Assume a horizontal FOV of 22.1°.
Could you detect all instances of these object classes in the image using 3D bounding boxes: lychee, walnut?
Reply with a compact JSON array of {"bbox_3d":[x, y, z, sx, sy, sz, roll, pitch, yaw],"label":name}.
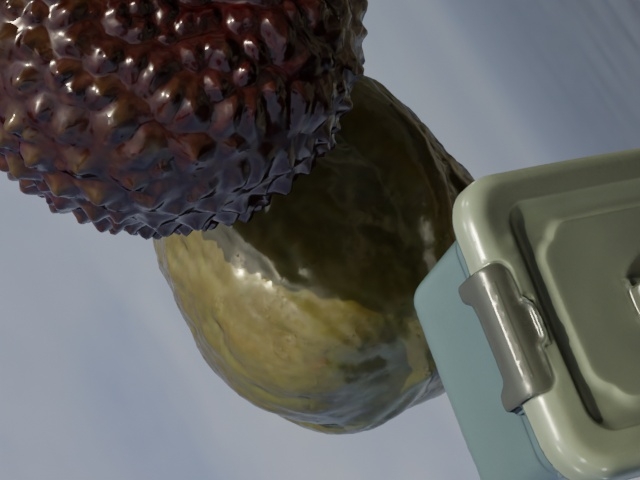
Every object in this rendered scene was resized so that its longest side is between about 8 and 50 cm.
[{"bbox_3d":[-0.102,-0.111,0.948,0.271,0.271,0.271,55,-173,-10],"label":"lychee"},{"bbox_3d":[0.000,0.000,1.166,0.227,0.283,0.283,-5,-125,-43],"label":"walnut"}]

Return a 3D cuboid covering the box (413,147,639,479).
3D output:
[{"bbox_3d":[0.167,0.042,0.844,0.130,0.227,0.162,-50,55,56],"label":"box"}]
